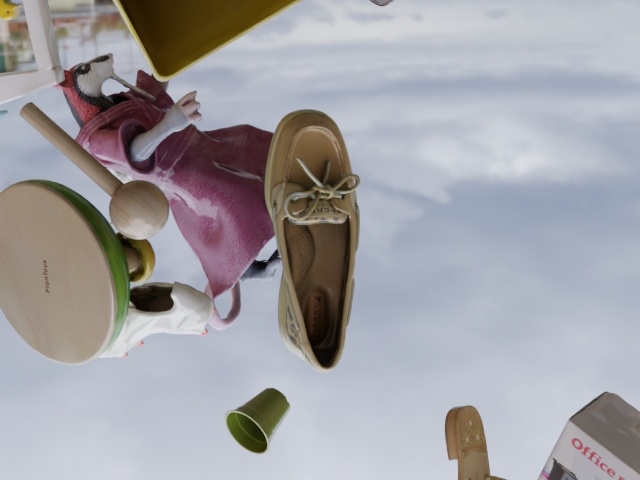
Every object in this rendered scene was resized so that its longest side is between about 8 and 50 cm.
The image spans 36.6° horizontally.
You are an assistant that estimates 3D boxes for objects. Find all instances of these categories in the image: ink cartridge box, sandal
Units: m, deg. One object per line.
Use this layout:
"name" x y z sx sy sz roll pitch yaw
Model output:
"ink cartridge box" 0.473 0.440 1.592 0.131 0.306 0.226 -23 -132 -40
"sandal" 0.225 0.329 1.239 0.079 0.240 0.088 -16 175 43

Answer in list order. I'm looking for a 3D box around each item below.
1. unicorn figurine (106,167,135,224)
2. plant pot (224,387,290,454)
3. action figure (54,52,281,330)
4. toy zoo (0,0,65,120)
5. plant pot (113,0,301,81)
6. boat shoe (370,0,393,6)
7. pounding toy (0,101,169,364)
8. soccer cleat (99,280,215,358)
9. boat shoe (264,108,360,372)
"unicorn figurine" -0.322 -0.116 1.541 0.060 0.162 0.111 -4 163 3
"plant pot" -0.088 0.264 1.451 0.083 0.083 0.079 9 -144 35
"action figure" -0.194 -0.110 1.240 0.370 0.276 0.248 29 -152 -10
"toy zoo" -0.343 -0.227 0.855 0.192 0.293 0.030 -7 -163 3
"plant pot" -0.142 -0.327 0.948 0.212 0.212 0.187 -33 -121 -6
"boat shoe" 0.101 -0.410 1.417 0.073 0.073 0.207 21 153 1
"pounding toy" -0.220 -0.001 0.937 0.183 0.237 0.110 40 -145 18
"soccer cleat" -0.206 0.082 1.080 0.196 0.076 0.068 -16 -134 31
"boat shoe" 0.000 0.000 1.062 0.104 0.285 0.089 -7 -167 -13
